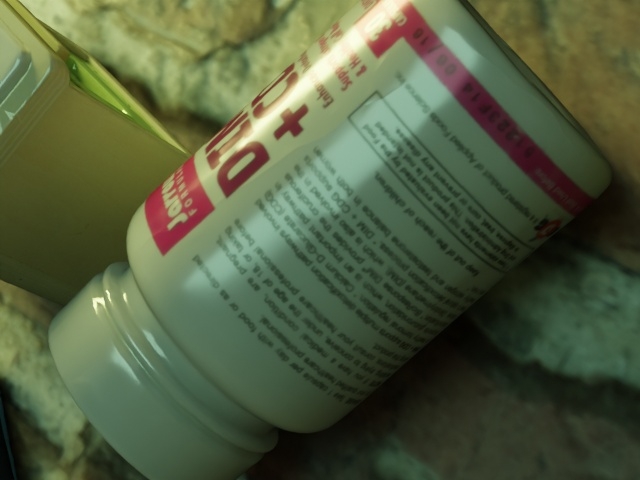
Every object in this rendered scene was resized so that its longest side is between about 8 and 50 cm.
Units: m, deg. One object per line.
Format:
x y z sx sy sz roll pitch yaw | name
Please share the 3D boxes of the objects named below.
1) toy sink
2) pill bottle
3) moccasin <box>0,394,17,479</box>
-0.202 -0.076 0.969 0.131 0.234 0.153 -50 55 6 | toy sink
0.000 0.000 0.867 0.283 0.160 0.160 -42 57 11 | pill bottle
-0.239 0.197 0.963 0.137 0.117 0.342 -36 58 15 | moccasin
